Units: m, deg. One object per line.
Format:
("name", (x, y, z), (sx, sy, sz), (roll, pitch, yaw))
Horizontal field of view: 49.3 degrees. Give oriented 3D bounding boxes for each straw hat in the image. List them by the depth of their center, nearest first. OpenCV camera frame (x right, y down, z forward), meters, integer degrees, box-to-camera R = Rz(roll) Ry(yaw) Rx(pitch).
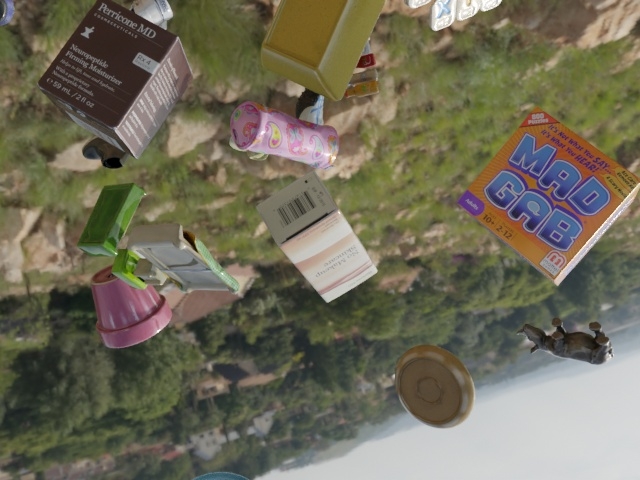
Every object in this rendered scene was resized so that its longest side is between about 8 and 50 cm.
("straw hat", (-0.159, -0.239, 1.786), (0.145, 0.061, 0.144), (-11, 159, -4))

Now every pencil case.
("pencil case", (-0.082, -0.249, 1.695), (0.284, 0.124, 0.124), (9, 149, -46))

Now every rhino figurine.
("rhino figurine", (0.582, 0.243, 1.670), (0.243, 0.073, 0.106), (3, 137, 41))

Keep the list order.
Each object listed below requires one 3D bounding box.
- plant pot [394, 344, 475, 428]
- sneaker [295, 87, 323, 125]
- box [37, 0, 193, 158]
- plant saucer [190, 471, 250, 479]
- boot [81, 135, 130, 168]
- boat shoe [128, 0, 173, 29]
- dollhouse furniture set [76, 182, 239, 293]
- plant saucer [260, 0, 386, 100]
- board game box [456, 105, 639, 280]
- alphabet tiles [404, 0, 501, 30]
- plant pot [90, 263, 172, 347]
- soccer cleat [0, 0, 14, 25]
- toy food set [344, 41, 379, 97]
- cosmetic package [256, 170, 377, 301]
("plant pot", (0.295, 0.395, 1.858), (0.236, 0.236, 0.032), (-31, 172, 36))
("sneaker", (-0.024, -0.344, 2.026), (0.085, 0.237, 0.086), (4, 173, 40))
("box", (-0.366, -0.292, 1.271), (0.203, 0.168, 0.167), (-60, 174, -10))
("plant saucer", (-0.289, 0.792, 1.920), (0.318, 0.317, 0.044), (-14, -177, -15))
("boot", (-0.618, -0.245, 1.986), (0.198, 0.137, 0.077), (-12, 125, 22))
("boat shoe", (-0.418, -0.531, 1.665), (0.088, 0.096, 0.267), (-33, -157, -12))
("dollhouse furniture set", (-0.303, -0.005, 1.408), (0.302, 0.151, 0.197), (-1, 147, 35))
("plant saucer", (-0.015, -0.581, 1.858), (0.081, 0.333, 0.332), (12, 107, -51))
("board game box", (0.682, -0.117, 2.092), (0.356, 0.356, 0.356), (-51, 160, 9))
("alphabet tiles", (0.271, -0.516, 1.235), (0.284, 0.021, 0.278), (-25, 141, -16))
("plant pot", (-0.528, 0.162, 1.891), (0.201, 0.180, 0.201), (-14, -157, 6))
("soccer cleat", (-0.760, -0.499, 1.386), (0.289, 0.093, 0.121), (18, -166, -13))
("toy food set", (0.109, -0.559, 2.144), (0.105, 0.232, 0.111), (-11, -168, 13))
("cosmetic package", (0.000, 0.000, 1.537), (0.153, 0.129, 0.296), (-33, 146, 4))
